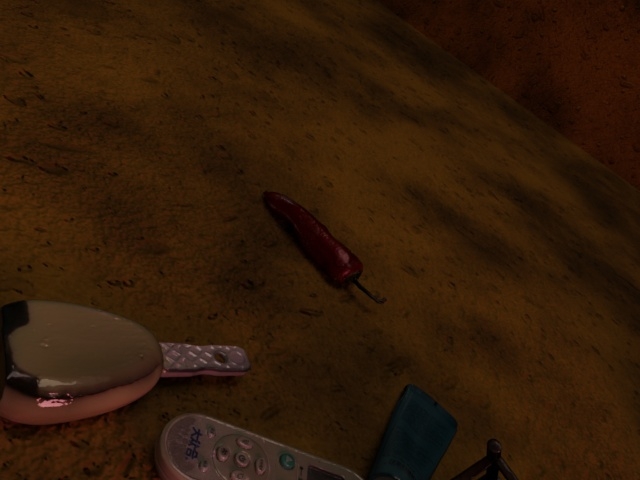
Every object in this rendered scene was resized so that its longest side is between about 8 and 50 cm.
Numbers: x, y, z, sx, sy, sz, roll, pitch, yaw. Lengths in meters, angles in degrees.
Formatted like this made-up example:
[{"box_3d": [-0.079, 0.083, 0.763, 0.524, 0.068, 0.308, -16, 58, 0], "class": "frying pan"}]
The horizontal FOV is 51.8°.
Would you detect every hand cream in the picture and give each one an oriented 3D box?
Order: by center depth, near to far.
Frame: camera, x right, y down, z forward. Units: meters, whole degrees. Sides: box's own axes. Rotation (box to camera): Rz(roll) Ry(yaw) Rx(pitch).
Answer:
[{"box_3d": [0.101, 0.234, 0.742, 0.083, 0.048, 0.224, 39, 25, 10], "class": "hand cream"}]

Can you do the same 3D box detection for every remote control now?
[{"box_3d": [-0.048, 0.224, 0.609, 0.221, 0.042, 0.078, 26, 30, -14], "class": "remote control"}]

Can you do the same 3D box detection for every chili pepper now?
[{"box_3d": [0.000, 0.000, 0.975, 0.059, 0.050, 0.268, -23, 59, -37], "class": "chili pepper"}]

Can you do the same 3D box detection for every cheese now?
[{"box_3d": [-0.180, 0.115, 0.636, 0.251, 0.054, 0.127, 9, 37, -36], "class": "cheese"}]

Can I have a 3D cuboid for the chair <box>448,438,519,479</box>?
[{"box_3d": [0.151, 0.300, 0.601, 0.154, 0.141, 0.260, 55, -7, 33], "class": "chair"}]
